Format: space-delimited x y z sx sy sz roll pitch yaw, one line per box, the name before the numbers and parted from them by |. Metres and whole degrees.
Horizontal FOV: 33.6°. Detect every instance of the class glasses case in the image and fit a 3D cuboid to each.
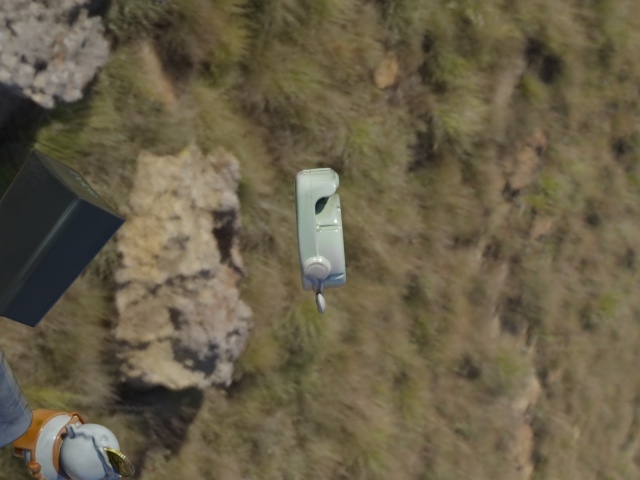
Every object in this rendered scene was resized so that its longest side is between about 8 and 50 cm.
glasses case | -0.479 0.184 1.436 0.114 0.060 0.299 -19 142 -14

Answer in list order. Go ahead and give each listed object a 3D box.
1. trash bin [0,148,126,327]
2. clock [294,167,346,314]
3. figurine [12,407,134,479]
trash bin | -0.443 0.001 1.666 0.225 0.165 0.115 -53 145 5
clock | 0.000 0.000 1.428 0.151 0.062 0.191 -98 -176 -83
figurine | -0.426 0.361 1.792 0.143 0.271 0.143 -14 111 -43
